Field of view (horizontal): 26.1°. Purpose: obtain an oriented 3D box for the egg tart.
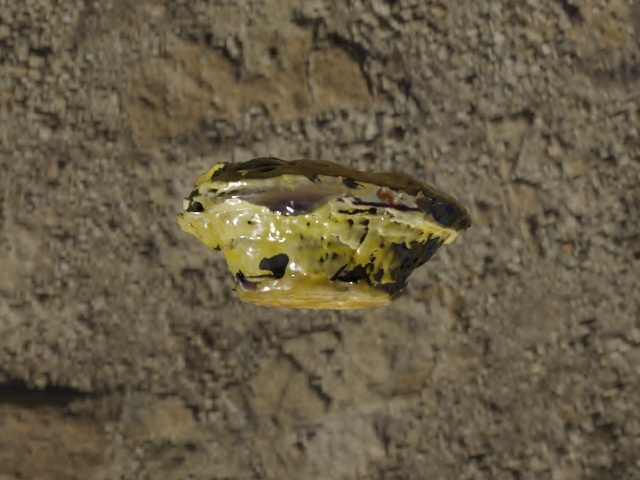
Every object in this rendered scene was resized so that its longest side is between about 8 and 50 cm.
[{"bbox_3d":[0.000,0.000,1.093,0.241,0.105,0.241,4,169,1],"label":"egg tart"}]
